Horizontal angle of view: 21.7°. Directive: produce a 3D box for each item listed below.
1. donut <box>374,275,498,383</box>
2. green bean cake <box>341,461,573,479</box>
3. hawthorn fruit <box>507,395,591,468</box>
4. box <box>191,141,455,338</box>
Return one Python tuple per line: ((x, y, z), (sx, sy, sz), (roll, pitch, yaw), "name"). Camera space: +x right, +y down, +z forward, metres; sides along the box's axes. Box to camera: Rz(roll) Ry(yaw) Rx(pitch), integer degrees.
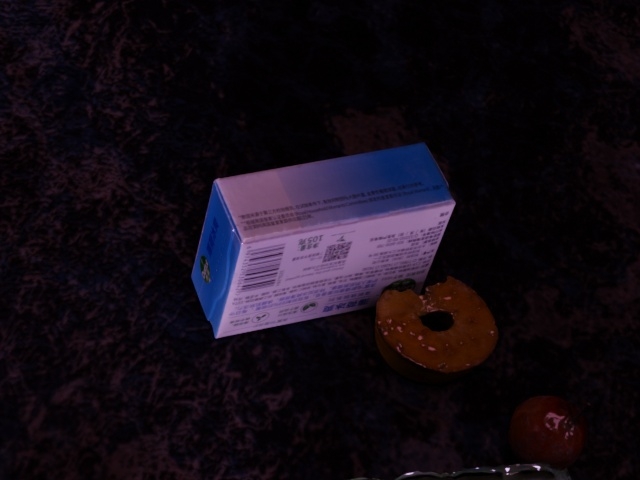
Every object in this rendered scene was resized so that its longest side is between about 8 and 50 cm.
((0.096, 0.082, 1.431), (0.108, 0.043, 0.097), (-6, 55, -20), "donut")
((0.073, 0.289, 1.174), (0.255, 0.132, 0.241), (-10, 54, 16), "green bean cake")
((0.198, 0.152, 1.369), (0.067, 0.103, 0.066), (16, 57, -27), "hawthorn fruit")
((0.001, 0.000, 1.405), (0.194, 0.139, 0.073), (-11, 56, -22), "box")
